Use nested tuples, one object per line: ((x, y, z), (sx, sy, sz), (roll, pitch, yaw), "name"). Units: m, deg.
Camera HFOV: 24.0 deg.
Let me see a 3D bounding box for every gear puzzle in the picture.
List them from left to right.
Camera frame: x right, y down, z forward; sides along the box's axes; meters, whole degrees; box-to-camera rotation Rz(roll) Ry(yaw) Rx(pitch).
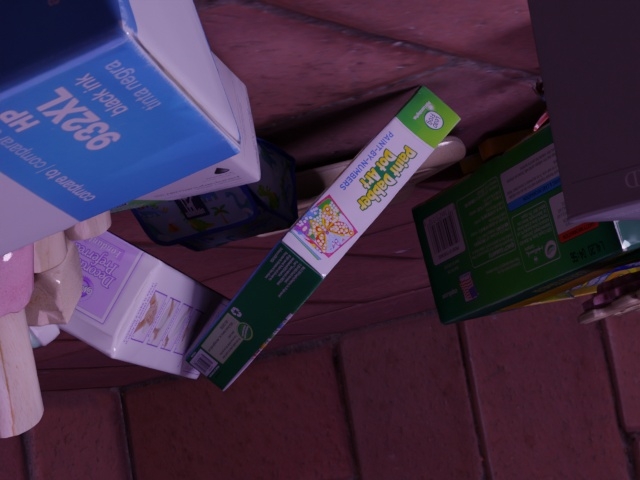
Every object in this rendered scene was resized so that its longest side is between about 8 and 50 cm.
((0.419, 0.015, 1.530), (0.339, 0.044, 0.175), (-10, 166, -39), "gear puzzle")

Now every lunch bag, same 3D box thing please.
((-0.108, -0.050, 1.475), (0.129, 0.096, 0.151), (-15, 158, 23), "lunch bag")

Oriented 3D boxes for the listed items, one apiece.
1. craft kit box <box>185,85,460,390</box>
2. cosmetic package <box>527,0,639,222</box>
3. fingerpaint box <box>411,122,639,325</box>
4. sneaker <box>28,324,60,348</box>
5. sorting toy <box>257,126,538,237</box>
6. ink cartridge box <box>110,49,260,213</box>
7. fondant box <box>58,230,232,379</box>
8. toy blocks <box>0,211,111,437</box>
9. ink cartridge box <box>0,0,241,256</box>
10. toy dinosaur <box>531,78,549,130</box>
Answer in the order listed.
((0.000, 0.000, 1.413), (0.246, 0.061, 0.250), (-52, -178, -37), "craft kit box")
((0.188, -0.134, 0.819), (0.107, 0.238, 0.127), (1, 166, -43), "cosmetic package")
((0.365, -0.043, 1.696), (0.371, 0.163, 0.445), (-11, 171, -22), "fingerpaint box")
((-0.331, 0.075, 1.194), (0.256, 0.151, 0.094), (15, 148, 32), "sneaker")
((0.076, -0.075, 1.678), (0.307, 0.041, 0.229), (-14, 173, -14), "sorting toy")
((-0.151, -0.091, 1.168), (0.160, 0.092, 0.219), (-12, 171, 9), "ink cartridge box")
((-0.229, 0.026, 1.405), (0.238, 0.096, 0.330), (28, 177, 11), "fondant box")
((-0.281, -0.074, 0.897), (0.289, 0.260, 0.309), (0, -150, 7), "toy blocks")
((-0.216, -0.086, 0.561), (0.307, 0.223, 0.129), (-23, 163, 8), "ink cartridge box")
((0.239, -0.138, 1.383), (0.047, 0.090, 0.082), (-22, -149, -36), "toy dinosaur")
